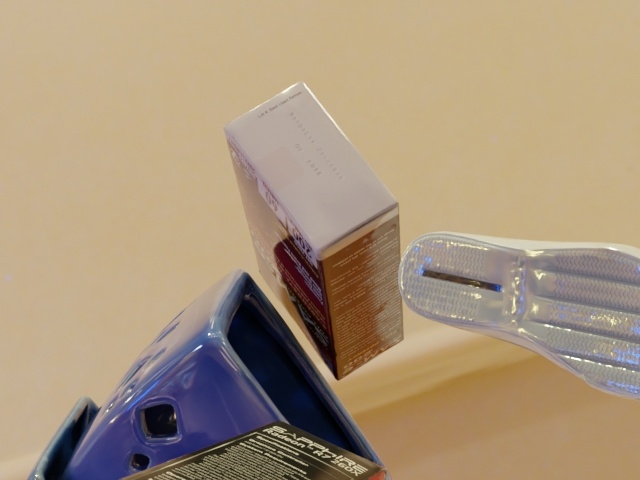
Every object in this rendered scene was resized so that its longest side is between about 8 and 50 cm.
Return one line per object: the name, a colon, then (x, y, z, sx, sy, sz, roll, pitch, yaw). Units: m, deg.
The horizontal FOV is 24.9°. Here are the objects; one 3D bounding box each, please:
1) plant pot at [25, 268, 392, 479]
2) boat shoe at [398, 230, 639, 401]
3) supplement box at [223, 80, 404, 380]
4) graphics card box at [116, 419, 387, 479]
plant pot: (-0.087, 0.187, 1.116, 0.212, 0.236, 0.236, -34, 8, 8)
boat shoe: (0.155, 0.035, 0.855, 0.226, 0.083, 0.076, 21, 11, 38)
supplement box: (0.000, 0.000, 1.118, 0.073, 0.130, 0.239, -32, -26, -11)
graphics card box: (-0.101, 0.248, 0.808, 0.094, 0.233, 0.371, 23, 13, 21)
